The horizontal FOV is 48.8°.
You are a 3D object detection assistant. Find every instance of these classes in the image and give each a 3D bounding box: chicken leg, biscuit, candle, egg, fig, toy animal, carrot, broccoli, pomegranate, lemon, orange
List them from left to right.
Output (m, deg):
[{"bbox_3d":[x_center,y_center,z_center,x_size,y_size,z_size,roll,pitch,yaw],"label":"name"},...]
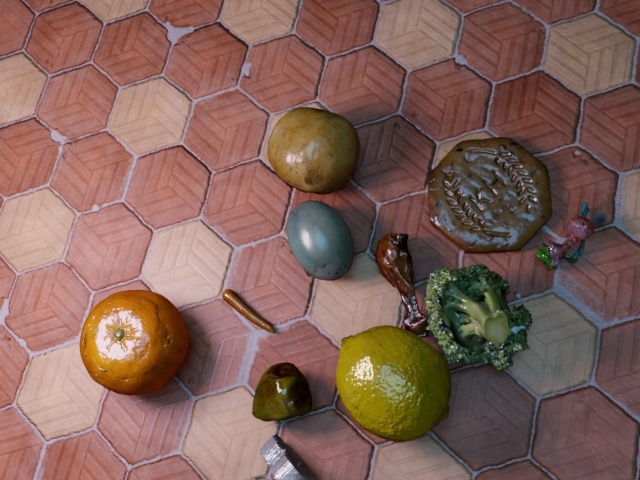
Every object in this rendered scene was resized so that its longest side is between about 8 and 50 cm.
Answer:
[{"bbox_3d":[-0.497,0.270,1.891,0.284,0.226,0.283,-1,73,3],"label":"orange"},{"bbox_3d":[-0.201,0.201,1.972,0.190,0.037,0.037,39,82,13],"label":"carrot"},{"bbox_3d":[-0.102,0.408,1.838,0.154,0.144,0.165,45,104,2],"label":"fig"},{"bbox_3d":[-0.070,0.585,1.785,0.068,0.192,0.168,-43,117,-5],"label":"candle"},{"bbox_3d":[-0.021,-0.250,1.974,0.261,0.260,0.260,-2,73,8],"label":"pomegranate"},{"bbox_3d":[0.000,0.000,1.930,0.169,0.169,0.236,-26,70,0],"label":"egg"},{"bbox_3d":[0.174,0.352,1.753,0.322,0.268,0.268,27,79,14],"label":"lemon"},{"bbox_3d":[0.224,0.119,1.895,0.093,0.113,0.304,-7,69,-30],"label":"chicken leg"},{"bbox_3d":[0.394,0.201,1.787,0.288,0.235,0.259,11,36,-3],"label":"broccoli"},{"bbox_3d":[0.468,-0.129,1.969,0.360,0.046,0.358,-3,72,8],"label":"biscuit"},{"bbox_3d":[0.675,-0.005,1.888,0.208,0.100,0.103,-48,112,-10],"label":"toy animal"}]
